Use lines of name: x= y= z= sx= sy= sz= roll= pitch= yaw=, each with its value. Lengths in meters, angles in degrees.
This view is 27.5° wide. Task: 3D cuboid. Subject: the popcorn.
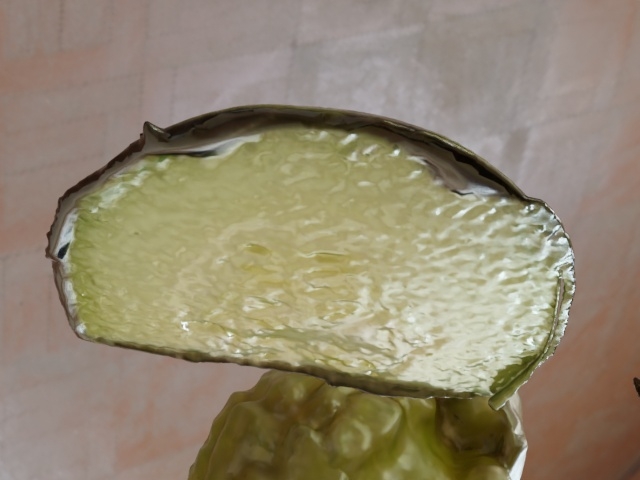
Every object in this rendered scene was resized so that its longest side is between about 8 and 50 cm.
popcorn: x=0.027 y=0.180 z=0.780 sx=0.251 sy=0.237 sz=0.206 roll=-33 pitch=167 yaw=11

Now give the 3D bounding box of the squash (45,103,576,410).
squash: x=0.002 y=-0.019 z=0.477 sx=0.191 sy=0.085 sz=0.184 roll=8 pitch=149 yaw=-4

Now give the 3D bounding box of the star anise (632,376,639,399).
star anise: x=0.281 y=0.166 z=0.690 sx=0.288 sy=0.288 sz=0.088 roll=-13 pitch=151 yaw=-35
